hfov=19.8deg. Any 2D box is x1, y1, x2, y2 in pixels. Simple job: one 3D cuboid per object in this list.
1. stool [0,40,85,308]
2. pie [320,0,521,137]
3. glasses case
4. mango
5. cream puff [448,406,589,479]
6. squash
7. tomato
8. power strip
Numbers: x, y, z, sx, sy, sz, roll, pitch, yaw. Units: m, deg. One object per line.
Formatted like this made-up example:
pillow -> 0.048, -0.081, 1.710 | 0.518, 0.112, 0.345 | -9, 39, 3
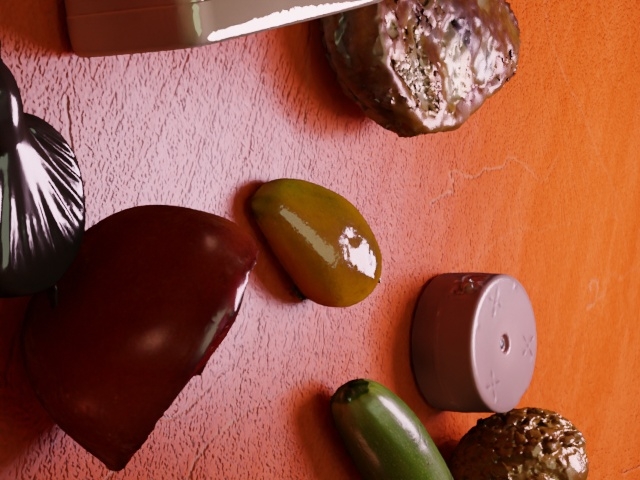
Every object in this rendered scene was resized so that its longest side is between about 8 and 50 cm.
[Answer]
stool -> -0.241, -0.047, 1.257 | 0.125, 0.121, 0.217 | -49, 131, -44
pie -> 0.091, -0.231, 1.822 | 0.308, 0.085, 0.308 | 7, 81, -54
glasses case -> -0.071, -0.210, 1.521 | 0.313, 0.131, 0.070 | -24, 110, -55
mango -> 0.000, 0.000, 1.702 | 0.187, 0.066, 0.101 | 42, 54, -40
cream puff -> 0.209, 0.237, 1.946 | 0.165, 0.150, 0.115 | -31, 108, -53
squash -> 0.088, 0.239, 1.819 | 0.082, 0.082, 0.292 | -60, 136, -39
tomato -> -0.146, 0.060, 1.372 | 0.200, 0.139, 0.233 | -59, -178, -16
power strip -> 0.163, 0.106, 1.940 | 0.154, 0.078, 0.154 | 1, 89, -55
